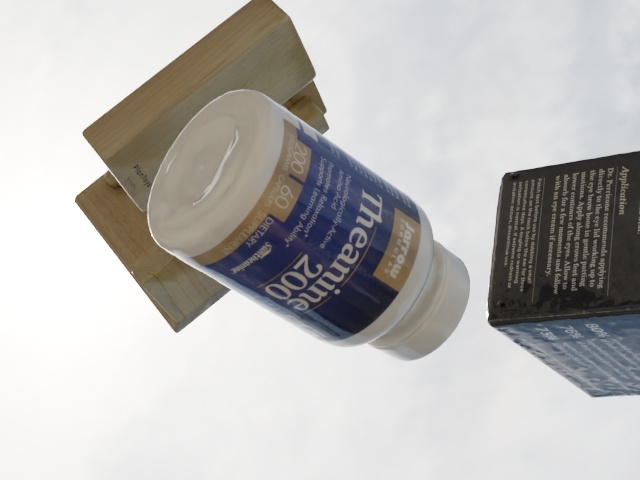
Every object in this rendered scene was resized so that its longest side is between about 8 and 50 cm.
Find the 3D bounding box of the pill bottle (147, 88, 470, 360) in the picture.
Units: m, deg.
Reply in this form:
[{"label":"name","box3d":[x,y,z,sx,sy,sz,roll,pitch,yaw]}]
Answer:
[{"label":"pill bottle","box3d":[0.000,0.000,0.475,0.067,0.120,0.067,-33,-140,33]}]

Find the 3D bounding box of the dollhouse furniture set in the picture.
[{"label":"dollhouse furniture set","box3d":[-0.082,-0.065,0.692,0.144,0.151,0.123,-39,-124,-6]}]

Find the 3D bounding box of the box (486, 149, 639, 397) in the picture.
[{"label":"box","box3d":[0.230,0.021,0.772,0.207,0.153,0.108,-8,-118,36]}]
